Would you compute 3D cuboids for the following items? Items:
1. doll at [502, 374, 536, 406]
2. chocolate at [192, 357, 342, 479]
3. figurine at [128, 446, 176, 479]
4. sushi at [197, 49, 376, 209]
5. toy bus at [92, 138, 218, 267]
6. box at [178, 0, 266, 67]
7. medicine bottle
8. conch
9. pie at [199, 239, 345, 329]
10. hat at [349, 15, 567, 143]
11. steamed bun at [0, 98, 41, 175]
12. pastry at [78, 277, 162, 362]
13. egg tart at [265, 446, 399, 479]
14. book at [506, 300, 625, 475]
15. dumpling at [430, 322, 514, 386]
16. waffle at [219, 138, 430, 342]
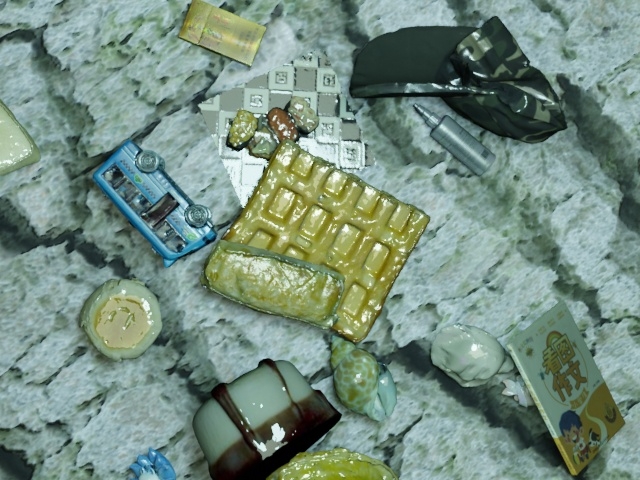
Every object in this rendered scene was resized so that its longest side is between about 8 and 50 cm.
[{"bbox_3d":[0.437,0.307,1.893,0.127,0.084,0.073,1,101,-14],"label":"doll"},{"bbox_3d":[-0.118,0.334,1.752,0.283,0.283,0.186,-33,72,-7],"label":"chocolate"},{"bbox_3d":[-0.323,0.452,1.791,0.114,0.079,0.114,8,104,35],"label":"figurine"},{"bbox_3d":[-0.064,-0.221,1.853,0.290,0.050,0.264,-24,92,-8],"label":"sushi"},{"bbox_3d":[-0.314,-0.071,1.785,0.134,0.113,0.246,-41,93,-2],"label":"toy bus"},{"bbox_3d":[-0.196,-0.415,1.852,0.156,0.022,0.089,23,86,-7],"label":"box"},{"bbox_3d":[0.266,-0.214,1.894,0.199,0.057,0.057,38,84,-5],"label":"medicine bottle"},{"bbox_3d":[0.079,0.282,1.840,0.173,0.106,0.116,47,63,-22],"label":"conch"},{"bbox_3d":[-0.085,0.085,1.768,0.282,0.068,0.128,17,101,-11],"label":"pie"},{"bbox_3d":[0.266,-0.288,1.835,0.381,0.366,0.257,-16,121,18],"label":"hat"},{"bbox_3d":[-0.678,-0.186,1.741,0.212,0.110,0.231,-39,91,-24],"label":"steamed bun"},{"bbox_3d":[-0.382,0.151,1.787,0.166,0.088,0.166,1,86,-9],"label":"pastry"},{"bbox_3d":[0.024,0.565,1.777,0.345,0.132,0.345,-3,101,-17],"label":"egg tart"},{"bbox_3d":[0.501,0.295,1.883,0.208,0.020,0.295,-29,93,-39],"label":"book"},{"bbox_3d":[0.303,0.240,1.874,0.188,0.108,0.127,28,109,-23],"label":"dumpling"},{"bbox_3d":[0.000,0.000,1.828,0.348,0.077,0.304,29,95,-7],"label":"waffle"}]
